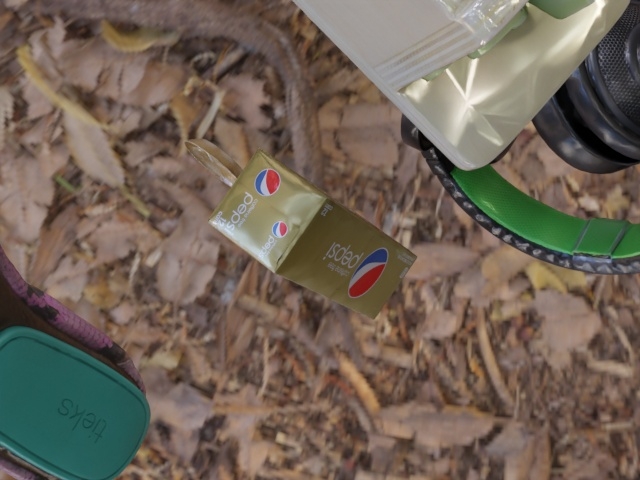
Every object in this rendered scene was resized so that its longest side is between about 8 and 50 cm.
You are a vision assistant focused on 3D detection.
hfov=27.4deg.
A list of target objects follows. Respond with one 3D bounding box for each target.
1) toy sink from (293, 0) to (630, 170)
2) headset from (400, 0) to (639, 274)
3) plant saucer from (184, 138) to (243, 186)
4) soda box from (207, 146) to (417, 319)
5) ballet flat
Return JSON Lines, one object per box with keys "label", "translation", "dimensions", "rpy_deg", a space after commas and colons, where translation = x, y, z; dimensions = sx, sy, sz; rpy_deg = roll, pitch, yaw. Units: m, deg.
{"label": "toy sink", "translation": [0.065, -0.169, 0.642], "dimensions": [0.234, 0.131, 0.153], "rpy_deg": [46, 75, -10]}
{"label": "headset", "translation": [0.180, -0.143, 1.011], "dimensions": [0.243, 0.185, 0.394], "rpy_deg": [6, 140, 37]}
{"label": "plant saucer", "translation": [-0.106, -0.082, 1.372], "dimensions": [0.083, 0.083, 0.015], "rpy_deg": [41, 80, -10]}
{"label": "soda box", "translation": [0.000, 0.000, 0.871], "dimensions": [0.061, 0.181, 0.058], "rpy_deg": [36, 93, 25]}
{"label": "ballet flat", "translation": [-0.130, 0.024, 0.421], "dimensions": [0.079, 0.221, 0.077], "rpy_deg": [24, 76, 27]}
